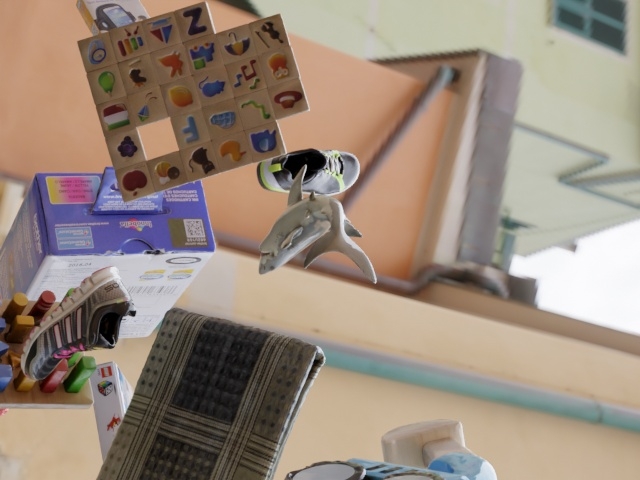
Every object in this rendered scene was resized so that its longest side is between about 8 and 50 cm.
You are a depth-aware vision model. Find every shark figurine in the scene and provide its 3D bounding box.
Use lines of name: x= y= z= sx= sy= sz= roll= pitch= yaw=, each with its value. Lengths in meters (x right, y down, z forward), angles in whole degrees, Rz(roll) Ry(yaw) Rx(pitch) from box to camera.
shark figurine: x=0.016 y=-0.016 z=1.839 sx=0.278 sy=0.116 sz=0.166 roll=-2 pitch=-115 yaw=66

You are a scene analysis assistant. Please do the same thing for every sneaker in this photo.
sneaker: x=-0.279 y=0.111 z=1.526 sx=0.170 sy=0.063 sz=0.075 roll=-46 pitch=-108 yaw=8
sneaker: x=-0.006 y=-0.124 z=2.366 sx=0.097 sy=0.235 sz=0.084 roll=-18 pitch=-97 yaw=51

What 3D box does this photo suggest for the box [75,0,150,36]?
box: x=-0.279 y=-0.303 z=1.794 sx=0.136 sy=0.081 sz=0.028 roll=59 pitch=-34 yaw=28

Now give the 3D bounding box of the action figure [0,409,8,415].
action figure: x=-0.530 y=0.135 z=1.761 sx=0.139 sy=0.280 sz=0.091 roll=-32 pitch=-173 yaw=17

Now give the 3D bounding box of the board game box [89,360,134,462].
board game box: x=-0.329 y=0.376 z=2.210 sx=0.193 sy=0.053 sz=0.305 roll=83 pitch=-6 yaw=-68

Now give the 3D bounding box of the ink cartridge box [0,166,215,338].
ink cartridge box: x=-0.339 y=0.018 z=2.042 sx=0.395 sy=0.270 sz=0.151 roll=-46 pitch=-128 yaw=53

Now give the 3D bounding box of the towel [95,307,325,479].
towel: x=-0.148 y=0.254 z=1.600 sx=0.312 sy=0.056 sz=0.324 roll=9 pitch=-108 yaw=48

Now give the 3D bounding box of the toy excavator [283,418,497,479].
toy excavator: x=0.143 y=0.364 z=1.748 sx=0.433 sy=0.445 sz=0.222 roll=-1 pitch=-80 yaw=50

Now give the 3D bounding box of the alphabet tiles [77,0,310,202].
alphabet tiles: x=-0.141 y=-0.171 z=1.504 sx=0.009 sy=0.237 sz=0.198 roll=41 pitch=32 yaw=-85

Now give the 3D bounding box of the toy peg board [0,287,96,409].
toy peg board: x=-0.373 y=0.130 z=1.701 sx=0.079 sy=0.161 sz=0.161 roll=-50 pitch=-134 yaw=40
